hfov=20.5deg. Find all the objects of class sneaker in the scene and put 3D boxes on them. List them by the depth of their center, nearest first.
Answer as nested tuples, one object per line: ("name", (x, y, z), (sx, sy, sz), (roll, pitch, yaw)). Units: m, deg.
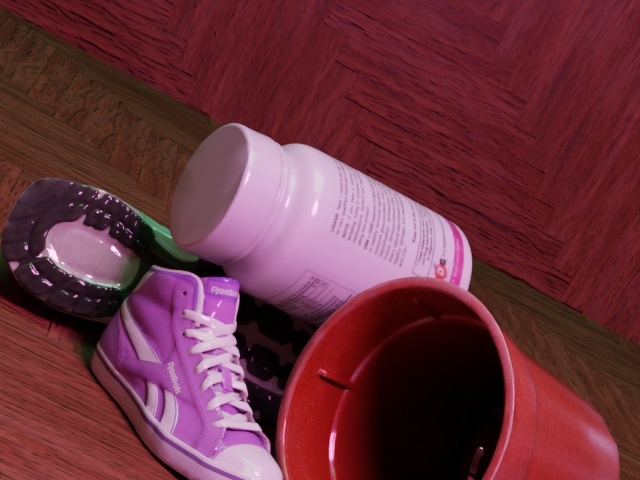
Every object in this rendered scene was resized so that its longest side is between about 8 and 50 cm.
("sneaker", (-0.108, 0.122, 1.679), (0.102, 0.161, 0.282), (17, 18, -50))
("sneaker", (-0.154, 0.061, 1.913), (0.410, 0.158, 0.182), (32, -6, -12))

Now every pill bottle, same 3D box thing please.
("pill bottle", (0.000, 0.000, 1.785), (0.283, 0.160, 0.160), (27, 12, -30))

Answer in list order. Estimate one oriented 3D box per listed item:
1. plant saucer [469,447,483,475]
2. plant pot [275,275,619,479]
("plant saucer", (0.196, 0.231, 2.196), (0.310, 0.050, 0.310), (29, 11, -6))
("plant pot", (0.142, 0.205, 1.736), (0.265, 0.272, 0.272), (28, 9, -47))
